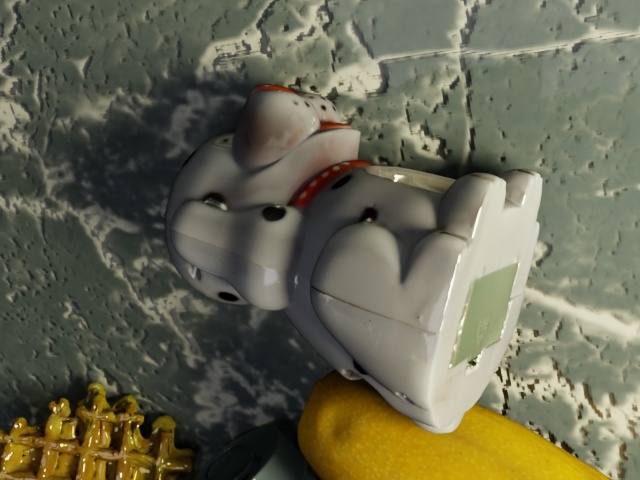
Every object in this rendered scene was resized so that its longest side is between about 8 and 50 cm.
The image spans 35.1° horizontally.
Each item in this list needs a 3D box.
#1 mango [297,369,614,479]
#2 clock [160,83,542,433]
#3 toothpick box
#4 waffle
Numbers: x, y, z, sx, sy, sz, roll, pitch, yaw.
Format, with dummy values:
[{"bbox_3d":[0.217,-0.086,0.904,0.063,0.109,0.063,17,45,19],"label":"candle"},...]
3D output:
[{"bbox_3d":[0.140,0.210,0.724,0.359,0.187,0.144,34,83,-9],"label":"mango"},{"bbox_3d":[0.003,-0.002,0.678,0.254,0.189,0.189,23,124,24],"label":"clock"},{"bbox_3d":[-0.028,0.244,0.845,0.101,0.101,0.153,-28,107,30],"label":"toothpick box"},{"bbox_3d":[-0.205,0.251,0.877,0.232,0.051,0.228,-33,85,-2],"label":"waffle"}]
